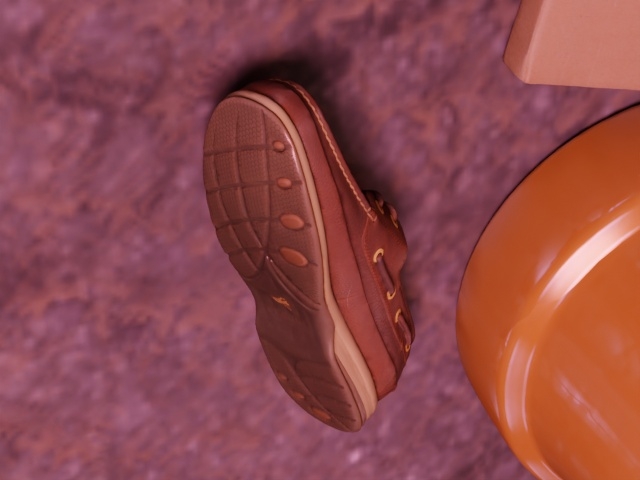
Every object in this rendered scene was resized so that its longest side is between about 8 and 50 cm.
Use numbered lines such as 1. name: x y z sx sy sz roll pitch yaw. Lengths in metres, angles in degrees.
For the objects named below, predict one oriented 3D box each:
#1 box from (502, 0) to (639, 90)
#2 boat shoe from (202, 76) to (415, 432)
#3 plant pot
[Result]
1. box: 0.174 -0.147 0.658 0.164 0.021 0.201 2 125 -21
2. boat shoe: 0.000 0.000 0.686 0.060 0.064 0.178 -42 137 -27
3. plant pot: 0.186 0.069 0.716 0.205 0.188 0.205 -10 128 -13
